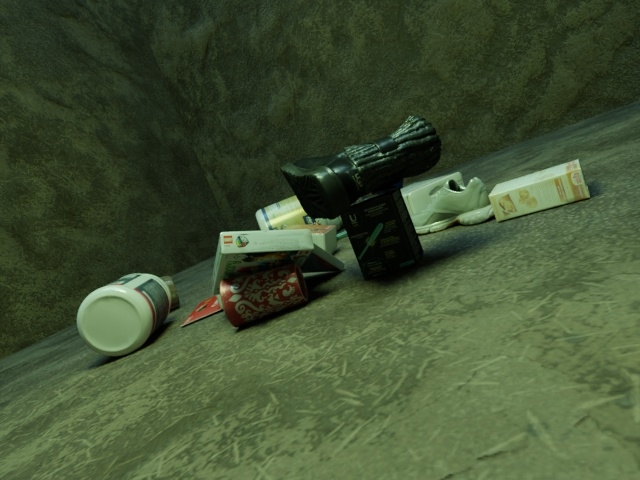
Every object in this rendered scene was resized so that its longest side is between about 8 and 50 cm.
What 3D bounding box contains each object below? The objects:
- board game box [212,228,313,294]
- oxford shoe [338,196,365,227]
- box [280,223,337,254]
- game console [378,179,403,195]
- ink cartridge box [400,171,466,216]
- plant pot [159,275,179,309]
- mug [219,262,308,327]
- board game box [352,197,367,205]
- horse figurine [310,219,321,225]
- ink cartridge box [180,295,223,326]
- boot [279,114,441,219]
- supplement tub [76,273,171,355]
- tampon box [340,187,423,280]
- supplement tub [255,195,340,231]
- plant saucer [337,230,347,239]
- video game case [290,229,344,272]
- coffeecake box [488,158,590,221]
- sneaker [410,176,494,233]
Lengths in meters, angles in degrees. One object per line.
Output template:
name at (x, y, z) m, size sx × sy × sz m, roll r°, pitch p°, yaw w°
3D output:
board game box at (-0.149, 0.058, 1.010) m, size 0.193 × 0.053 × 0.305 m, roll -2°, pitch -22°, yaw -18°
oxford shoe at (0.147, -0.228, 1.984) m, size 0.449 × 0.169 × 0.130 m, roll -56°, pitch -19°, yaw 21°
box at (-0.044, 0.004, 1.424) m, size 0.171 × 0.091 × 0.130 m, roll 1°, pitch 15°, yaw 19°
game console at (0.266, -0.207, 2.039) m, size 0.173 × 0.250 × 0.293 m, roll 12°, pitch 23°, yaw 25°
ink cartridge box at (0.314, -0.120, 1.380) m, size 0.198 × 0.114 × 0.273 m, roll -24°, pitch 7°, yaw -14°
plant pot at (-0.615, 0.209, 1.559) m, size 0.165 × 0.167 × 0.167 m, roll -17°, pitch 4°, yaw -29°
mug at (-0.120, 0.111, 0.965) m, size 0.169 × 0.113 × 0.150 m, roll -17°, pitch 10°, yaw 7°
board game box at (0.153, -0.128, 1.815) m, size 0.060 × 0.194 × 0.194 m, roll -19°, pitch 21°, yaw 29°
horse figurine at (-0.114, 0.032, 1.623) m, size 0.174 × 0.066 × 0.263 m, roll -22°, pitch 14°, yaw 48°
ink cartridge box at (-0.293, 0.154, 1.337) m, size 0.261 × 0.066 × 0.296 m, roll -21°, pitch 6°, yaw -3°
boot at (0.075, -0.156, 0.931) m, size 0.260 × 0.131 × 0.348 m, roll -32°, pitch 22°, yaw -12°
supplement tub at (-0.548, 0.200, 1.233) m, size 0.191 × 0.191 × 0.272 m, roll -22°, pitch 7°, yaw -2°
tampon box at (0.135, -0.016, 0.932) m, size 0.120 × 0.161 × 0.101 m, roll -18°, pitch 8°, yaw 26°
supplement tub at (-0.096, -0.078, 1.845) m, size 0.316 × 0.228 × 0.228 m, roll -23°, pitch 7°, yaw -4°
plant saucer at (0.040, -0.001, 1.723) m, size 0.192 × 0.018 × 0.067 m, roll -23°, pitch 7°, yaw -2°
video game case at (-0.107, 0.040, 1.140) m, size 0.285 × 0.204 × 0.025 m, roll -7°, pitch 60°, yaw 42°
coffeecake box at (0.495, -0.114, 0.972) m, size 0.186 × 0.068 × 0.142 m, roll -17°, pitch 8°, yaw 33°
sneaker at (0.330, -0.096, 1.123) m, size 0.099 × 0.121 × 0.262 m, roll -27°, pitch 8°, yaw -40°
